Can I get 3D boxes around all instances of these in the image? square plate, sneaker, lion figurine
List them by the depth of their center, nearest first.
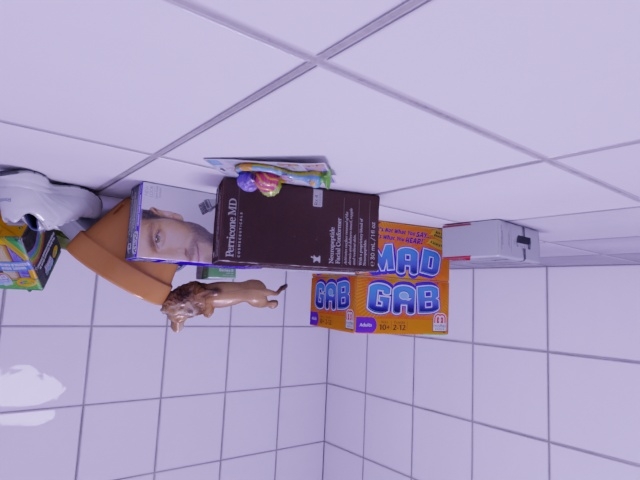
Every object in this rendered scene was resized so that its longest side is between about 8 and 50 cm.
[{"bbox_3d":[-0.659,-0.081,1.164,0.111,0.129,0.297,-2,173,18],"label":"sneaker"},{"bbox_3d":[-0.287,0.173,1.484,0.393,0.142,0.240,-15,169,-10],"label":"lion figurine"},{"bbox_3d":[-0.748,0.016,1.667,0.344,0.049,0.347,40,177,7],"label":"square plate"}]

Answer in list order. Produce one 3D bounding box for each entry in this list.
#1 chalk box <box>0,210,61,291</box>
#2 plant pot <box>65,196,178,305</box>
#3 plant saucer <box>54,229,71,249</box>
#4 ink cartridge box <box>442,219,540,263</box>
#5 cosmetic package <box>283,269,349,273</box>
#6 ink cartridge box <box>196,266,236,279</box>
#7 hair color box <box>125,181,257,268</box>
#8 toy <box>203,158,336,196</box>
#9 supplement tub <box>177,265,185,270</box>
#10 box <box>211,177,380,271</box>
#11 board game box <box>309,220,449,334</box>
[{"bbox_3d":[-0.909,0.031,1.419,0.179,0.180,0.288,4,134,-8],"label":"chalk box"},{"bbox_3d":[-0.505,0.016,1.313,0.291,0.203,0.291,31,170,6],"label":"plant pot"},{"bbox_3d":[-0.875,0.002,1.660,0.241,0.037,0.241,20,177,1],"label":"plant saucer"},{"bbox_3d":[0.551,0.014,1.534,0.273,0.114,0.197,10,169,-41],"label":"ink cartridge box"},{"bbox_3d":[0.000,0.000,1.341,0.151,0.183,0.152,-4,171,44],"label":"cosmetic package"},{"bbox_3d":[-0.319,0.013,1.467,0.093,0.212,0.154,2,173,-27],"label":"ink cartridge box"},{"bbox_3d":[-0.313,-0.027,1.240,0.339,0.185,0.110,7,171,-35],"label":"hair color box"},{"bbox_3d":[-0.096,-0.118,0.942,0.238,0.056,0.137,1,172,11],"label":"toy"},{"bbox_3d":[-0.567,0.010,1.608,0.194,0.193,0.316,2,174,4],"label":"supplement tub"},{"bbox_3d":[-0.056,-0.027,1.136,0.382,0.191,0.143,4,173,-17],"label":"box"},{"bbox_3d":[0.199,0.138,1.682,0.357,0.356,0.356,6,172,-24],"label":"board game box"}]
